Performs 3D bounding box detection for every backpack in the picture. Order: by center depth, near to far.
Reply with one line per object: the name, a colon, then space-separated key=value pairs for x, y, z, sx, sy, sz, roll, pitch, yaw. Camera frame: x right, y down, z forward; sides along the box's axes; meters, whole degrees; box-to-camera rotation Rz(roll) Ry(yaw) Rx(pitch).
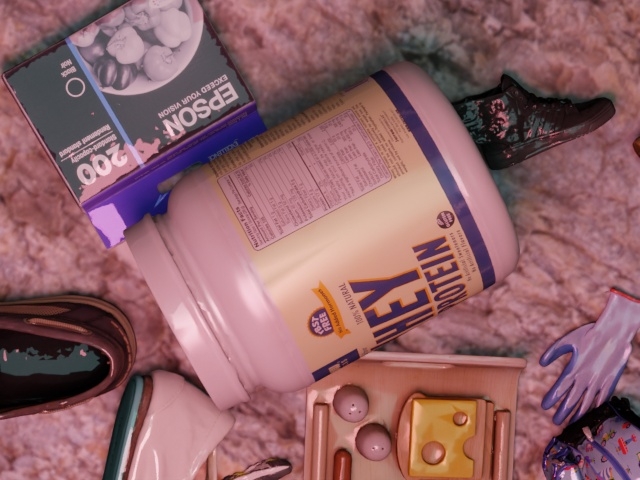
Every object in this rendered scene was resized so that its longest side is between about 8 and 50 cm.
backpack: x=0.306 y=0.251 z=1.908 sx=0.117 sy=0.173 sz=0.158 roll=-32 pitch=98 yaw=-3

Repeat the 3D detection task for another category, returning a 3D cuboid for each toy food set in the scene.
toy food set: x=0.094 y=0.263 z=1.948 sx=0.220 sy=0.092 sz=0.306 roll=2 pitch=95 yaw=-6

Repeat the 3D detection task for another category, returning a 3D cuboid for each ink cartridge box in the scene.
ink cartridge box: x=-0.176 y=-0.126 z=1.912 sx=0.206 sy=0.045 sz=0.208 roll=-31 pitch=98 yaw=-3

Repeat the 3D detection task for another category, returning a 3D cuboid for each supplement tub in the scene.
supplement tub: x=0.000 y=0.000 z=1.845 sx=0.325 sy=0.235 sz=0.235 roll=-29 pitch=97 yaw=-3

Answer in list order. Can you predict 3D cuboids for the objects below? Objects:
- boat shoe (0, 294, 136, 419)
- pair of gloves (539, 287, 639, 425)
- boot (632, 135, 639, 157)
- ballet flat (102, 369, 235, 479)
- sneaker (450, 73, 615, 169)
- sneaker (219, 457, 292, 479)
boat shoe: x=-0.357 y=0.118 z=1.869 sx=0.355 sy=0.130 sz=0.132 roll=-10 pitch=96 yaw=-5
pair of gloves: x=0.325 y=0.145 z=1.998 sx=0.198 sy=0.023 sz=0.159 roll=29 pitch=91 yaw=-8
boot: x=0.446 y=-0.086 z=1.965 sx=0.213 sy=0.077 sz=0.165 roll=41 pitch=88 yaw=-5
ballet flat: x=-0.183 y=0.330 z=1.913 sx=0.139 sy=0.139 sz=0.400 roll=19 pitch=89 yaw=-7
sneaker: x=0.206 y=-0.131 z=1.947 sx=0.170 sy=0.051 sz=0.089 roll=-24 pitch=101 yaw=0
sneaker: x=-0.066 y=0.248 z=1.964 sx=0.083 sy=0.031 sz=0.035 roll=-20 pitch=103 yaw=5
